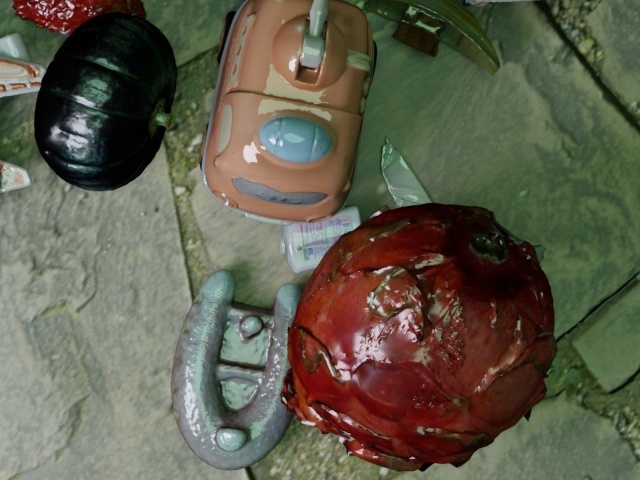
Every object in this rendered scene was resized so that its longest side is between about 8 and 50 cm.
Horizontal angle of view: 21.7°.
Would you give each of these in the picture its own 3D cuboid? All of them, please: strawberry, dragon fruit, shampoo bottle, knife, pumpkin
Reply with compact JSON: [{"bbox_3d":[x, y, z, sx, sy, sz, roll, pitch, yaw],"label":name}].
[{"bbox_3d":[-0.287,-0.299,1.876,0.140,0.085,0.192,-24,96,-7],"label":"strawberry"},{"bbox_3d":[0.110,0.106,1.820,0.295,0.295,0.301,34,129,-6],"label":"dragon fruit"},{"bbox_3d":[0.000,0.000,1.937,0.099,0.043,0.072,-8,90,-5],"label":"shampoo bottle"},{"bbox_3d":[0.141,0.013,1.967,0.047,0.017,0.298,-29,91,-6],"label":"knife"},{"bbox_3d":[-0.230,-0.150,1.832,0.140,0.202,0.202,19,90,11],"label":"pumpkin"}]

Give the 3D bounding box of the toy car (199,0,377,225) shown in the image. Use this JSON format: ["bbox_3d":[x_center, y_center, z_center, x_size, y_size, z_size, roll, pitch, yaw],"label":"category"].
[{"bbox_3d":[-0.029,-0.152,1.840,0.180,0.212,0.270,11,89,-7],"label":"toy car"}]

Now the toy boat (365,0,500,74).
[{"bbox_3d":[0.133,-0.245,1.930,0.172,0.065,0.066,26,76,-1],"label":"toy boat"}]

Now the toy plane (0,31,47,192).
[{"bbox_3d":[-0.418,-0.138,1.852,0.252,0.118,0.252,0,88,-5],"label":"toy plane"}]

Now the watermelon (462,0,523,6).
[{"bbox_3d":[0.214,-0.338,1.778,0.228,0.387,0.258,-20,54,5],"label":"watermelon"}]

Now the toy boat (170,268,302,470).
[{"bbox_3d":[-0.092,0.153,1.913,0.155,0.085,0.227,12,91,-7],"label":"toy boat"}]
